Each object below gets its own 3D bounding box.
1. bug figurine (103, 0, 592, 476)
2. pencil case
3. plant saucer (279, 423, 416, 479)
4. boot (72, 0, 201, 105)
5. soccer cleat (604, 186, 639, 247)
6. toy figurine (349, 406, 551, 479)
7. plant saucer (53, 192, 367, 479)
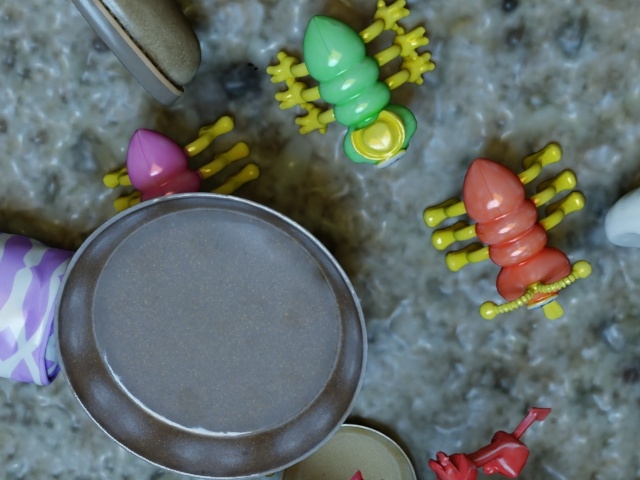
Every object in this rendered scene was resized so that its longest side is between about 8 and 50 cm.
[{"bbox_3d":[0.000,0.000,0.760,0.279,0.072,0.216,-30,99,11],"label":"bug figurine"},{"bbox_3d":[-0.236,0.021,0.777,0.206,0.088,0.086,17,101,1],"label":"pencil case"},{"bbox_3d":[0.017,0.148,0.822,0.083,0.015,0.083,1,103,5],"label":"plant saucer"},{"bbox_3d":[-0.118,-0.221,0.706,0.115,0.112,0.305,-25,98,-1],"label":"boot"},{"bbox_3d":[0.246,-0.048,0.738,0.196,0.068,0.076,-19,72,16],"label":"soccer cleat"},{"bbox_3d":[0.007,0.250,0.810,0.217,0.191,0.362,13,123,36],"label":"toy figurine"},{"bbox_3d":[-0.057,0.049,0.729,0.168,0.029,0.168,3,112,6],"label":"plant saucer"}]
